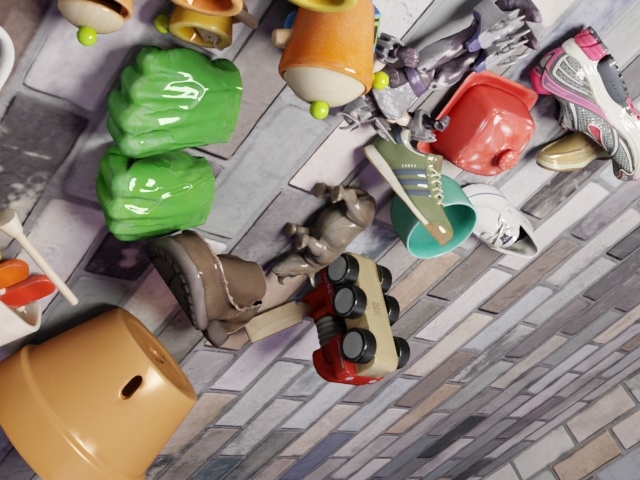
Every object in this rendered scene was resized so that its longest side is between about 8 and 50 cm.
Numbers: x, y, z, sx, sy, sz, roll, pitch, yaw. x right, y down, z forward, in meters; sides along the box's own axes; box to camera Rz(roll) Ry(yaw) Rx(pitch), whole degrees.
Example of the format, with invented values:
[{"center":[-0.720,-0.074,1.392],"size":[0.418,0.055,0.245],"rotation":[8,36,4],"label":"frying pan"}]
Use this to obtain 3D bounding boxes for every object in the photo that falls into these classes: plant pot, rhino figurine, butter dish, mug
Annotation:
[{"center":[-0.335,0.242,1.029],"size":[0.203,0.291,0.291],"rotation":[-40,143,-7],"label":"plant pot"},{"center":[0.000,0.000,1.072],"size":[0.106,0.073,0.243],"rotation":[14,130,-36],"label":"rhino figurine"},{"center":[0.259,-0.154,0.995],"size":[0.160,0.118,0.160],"rotation":[9,132,-37],"label":"butter dish"},{"center":[0.185,-0.057,1.085],"size":[0.129,0.097,0.158],"rotation":[-6,138,-23],"label":"mug"}]

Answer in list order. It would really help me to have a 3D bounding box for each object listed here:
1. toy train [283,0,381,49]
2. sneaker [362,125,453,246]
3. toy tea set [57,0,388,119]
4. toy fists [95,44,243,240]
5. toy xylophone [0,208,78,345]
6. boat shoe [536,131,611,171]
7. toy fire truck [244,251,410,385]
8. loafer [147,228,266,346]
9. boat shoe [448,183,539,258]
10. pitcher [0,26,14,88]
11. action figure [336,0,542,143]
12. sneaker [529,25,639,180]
[{"center":[0.018,-0.284,0.745],"size":[0.105,0.080,0.184],"rotation":[-17,139,-24],"label":"toy train"},{"center":[0.150,-0.090,0.963],"size":[0.086,0.192,0.064],"rotation":[-40,167,10],"label":"sneaker"},{"center":[-0.095,-0.202,0.640],"size":[0.335,0.124,0.200],"rotation":[9,176,20],"label":"toy tea set"},{"center":[-0.201,-0.112,0.809],"size":[0.142,0.096,0.279],"rotation":[-15,145,-38],"label":"toy fists"},{"center":[-0.467,0.050,0.861],"size":[0.236,0.081,0.323],"rotation":[-18,142,-9],"label":"toy xylophone"},{"center":[0.455,-0.173,1.137],"size":[0.189,0.068,0.072],"rotation":[-18,130,-24],"label":"boat shoe"},{"center":[0.002,0.159,1.163],"size":[0.158,0.217,0.246],"rotation":[17,141,-41],"label":"toy fire truck"},{"center":[-0.155,0.056,0.979],"size":[0.130,0.134,0.366],"rotation":[-34,168,-11],"label":"loafer"},{"center":[0.332,-0.029,1.210],"size":[0.258,0.084,0.095],"rotation":[16,127,-41],"label":"boat shoe"},{"center":[-0.401,-0.124,0.676],"size":[0.177,0.125,0.207],"rotation":[-18,133,-35],"label":"pitcher"},{"center":[0.145,-0.224,0.870],"size":[0.285,0.099,0.185],"rotation":[-29,148,10],"label":"action figure"},{"center":[0.435,-0.201,1.042],"size":[0.112,0.121,0.299],"rotation":[-29,127,24],"label":"sneaker"}]
